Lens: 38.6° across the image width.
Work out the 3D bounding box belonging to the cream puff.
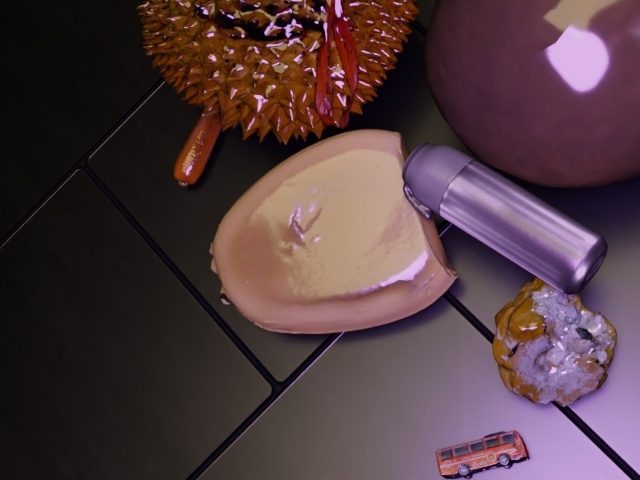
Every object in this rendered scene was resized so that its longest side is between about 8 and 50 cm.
[{"bbox_3d":[0.276,0.116,1.096,0.121,0.156,0.156,-51,57,46],"label":"cream puff"}]

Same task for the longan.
[{"bbox_3d":[0.316,-0.246,1.074,0.404,0.336,0.405,-24,32,16],"label":"longan"}]

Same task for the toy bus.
[{"bbox_3d":[0.197,0.263,1.117,0.110,0.031,0.043,-18,63,13],"label":"toy bus"}]

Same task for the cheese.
[{"bbox_3d":[0.000,0.000,1.208,0.315,0.128,0.260,-19,71,14],"label":"cheese"}]

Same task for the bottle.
[{"bbox_3d":[0.209,-0.026,1.077,0.253,0.079,0.096,35,116,22],"label":"bottle"}]

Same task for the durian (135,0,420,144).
[{"bbox_3d":[-0.055,-0.305,1.223,0.384,0.347,0.348,-14,70,26],"label":"durian"}]

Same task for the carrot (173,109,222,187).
[{"bbox_3d":[-0.154,-0.191,1.363,0.043,0.043,0.248,22,79,22],"label":"carrot"}]
